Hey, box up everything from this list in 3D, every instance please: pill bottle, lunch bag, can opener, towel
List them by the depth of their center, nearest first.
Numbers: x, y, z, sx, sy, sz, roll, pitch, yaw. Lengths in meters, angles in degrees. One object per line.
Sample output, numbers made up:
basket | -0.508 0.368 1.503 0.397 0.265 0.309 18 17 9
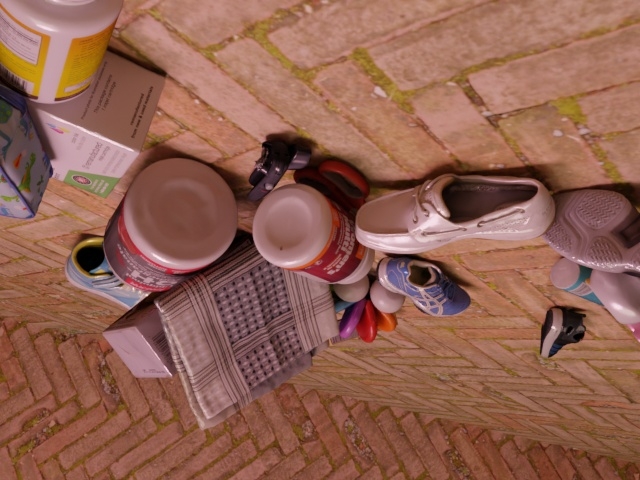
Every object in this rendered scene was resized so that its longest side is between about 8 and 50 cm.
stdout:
pill bottle | -0.260 -0.226 0.640 0.117 0.117 0.215 22 158 -22
lunch bag | -0.408 -0.111 0.733 0.176 0.090 0.219 13 158 -3
can opener | -0.076 -0.093 0.958 0.073 0.059 0.186 19 158 -18
pill bottle | 0.000 0.000 0.997 0.121 0.121 0.221 3 169 26
pill bottle | -0.271 -0.008 1.126 0.176 0.176 0.318 21 158 -20
towel | -0.108 0.152 1.146 0.056 0.312 0.324 33 143 42

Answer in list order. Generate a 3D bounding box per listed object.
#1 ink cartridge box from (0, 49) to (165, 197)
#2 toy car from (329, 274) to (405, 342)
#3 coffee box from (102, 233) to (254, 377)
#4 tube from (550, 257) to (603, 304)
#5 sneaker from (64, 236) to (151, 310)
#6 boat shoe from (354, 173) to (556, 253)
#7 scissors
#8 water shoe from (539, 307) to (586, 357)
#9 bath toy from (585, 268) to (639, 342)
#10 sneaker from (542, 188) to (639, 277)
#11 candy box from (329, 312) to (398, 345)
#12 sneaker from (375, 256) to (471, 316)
ink cartridge box | -0.365 -0.179 0.824 0.278 0.117 0.201 23 157 -23
toy car | 0.078 0.139 1.356 0.182 0.136 0.159 17 159 -12
coffee box | -0.245 0.123 1.269 0.168 0.297 0.118 -16 111 50
tube | 0.467 0.082 1.110 0.207 0.052 0.080 22 163 -36
sneaker | -0.452 0.091 1.568 0.319 0.127 0.208 18 160 -14
boat shoe | 0.166 -0.048 0.887 0.277 0.098 0.096 -7 152 23
scissors | 0.068 -0.046 1.045 0.109 0.021 0.297 -3 154 36
water shoe | 0.497 0.198 1.350 0.080 0.072 0.203 5 158 15
bath toy | 0.530 0.101 1.010 0.129 0.151 0.348 -41 130 18
sneaker | 0.420 0.017 0.846 0.269 0.101 0.153 18 172 41
candy box | 0.071 0.200 1.516 0.187 0.053 0.109 -10 173 -30
sneaker | 0.206 0.089 1.231 0.211 0.080 0.081 22 161 -26
